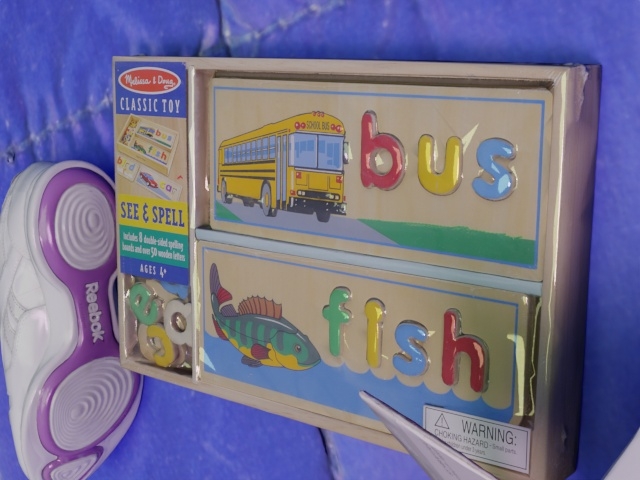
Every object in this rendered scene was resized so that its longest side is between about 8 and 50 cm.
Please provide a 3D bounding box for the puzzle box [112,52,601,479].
[{"bbox_3d":[0.000,0.000,0.746,0.408,0.052,0.272,8,102,38],"label":"puzzle box"}]

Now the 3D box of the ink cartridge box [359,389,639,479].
[{"bbox_3d":[0.180,0.180,0.502,0.066,0.296,0.261,-48,45,-12],"label":"ink cartridge box"}]

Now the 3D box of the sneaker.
[{"bbox_3d":[-0.240,0.075,0.932,0.152,0.114,0.305,13,102,51],"label":"sneaker"}]
